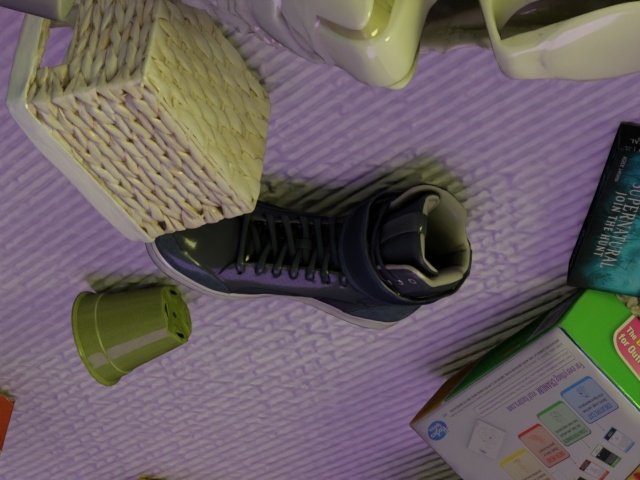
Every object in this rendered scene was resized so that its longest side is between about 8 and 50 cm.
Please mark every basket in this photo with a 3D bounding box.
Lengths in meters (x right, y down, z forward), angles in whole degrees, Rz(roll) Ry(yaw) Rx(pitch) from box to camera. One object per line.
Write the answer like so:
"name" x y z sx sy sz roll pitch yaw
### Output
"basket" -0.112 -0.091 1.150 0.103 0.113 0.167 -9 144 23

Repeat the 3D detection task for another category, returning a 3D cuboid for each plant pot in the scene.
"plant pot" -0.153 0.072 1.473 0.079 0.083 0.083 -17 141 19

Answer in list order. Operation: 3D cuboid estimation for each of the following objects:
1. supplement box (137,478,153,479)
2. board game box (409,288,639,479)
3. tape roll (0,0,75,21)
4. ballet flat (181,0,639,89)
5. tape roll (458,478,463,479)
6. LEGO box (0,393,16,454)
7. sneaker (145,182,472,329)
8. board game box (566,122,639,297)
"supplement box" -0.042 0.404 1.862 0.356 0.194 0.195 11 149 0
"board game box" 0.252 0.206 1.430 0.316 0.064 0.242 46 144 -1
"tape roll" -0.129 -0.217 0.822 0.072 0.219 0.219 13 149 -5
"ballet flat" 0.083 -0.149 0.973 0.409 0.147 0.147 -1 147 20
"tape roll" 0.183 0.359 1.656 0.274 0.275 0.090 0 -170 17
"LEGO box" -0.562 0.222 1.550 0.500 0.372 0.193 32 143 -32
"sneaker" 0.001 -0.002 1.269 0.226 0.086 0.163 13 161 -23
"board game box" 0.254 -0.012 1.248 0.126 0.026 0.186 10 149 2
